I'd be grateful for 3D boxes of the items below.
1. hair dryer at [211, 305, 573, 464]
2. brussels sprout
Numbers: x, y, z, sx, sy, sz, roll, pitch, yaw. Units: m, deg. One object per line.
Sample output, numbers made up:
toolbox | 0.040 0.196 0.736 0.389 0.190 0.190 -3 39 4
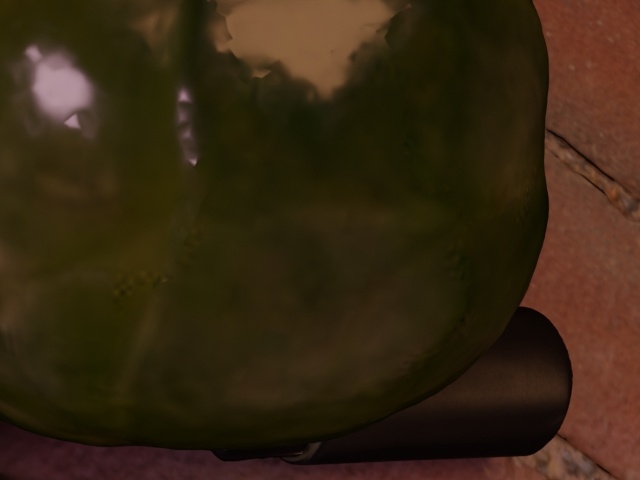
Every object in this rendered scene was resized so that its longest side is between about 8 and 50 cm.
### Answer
hair dryer | 0.000 0.000 0.796 0.195 0.078 0.248 3 53 -32
brussels sprout | -0.065 -0.081 0.645 0.289 0.281 0.355 -8 36 -6
